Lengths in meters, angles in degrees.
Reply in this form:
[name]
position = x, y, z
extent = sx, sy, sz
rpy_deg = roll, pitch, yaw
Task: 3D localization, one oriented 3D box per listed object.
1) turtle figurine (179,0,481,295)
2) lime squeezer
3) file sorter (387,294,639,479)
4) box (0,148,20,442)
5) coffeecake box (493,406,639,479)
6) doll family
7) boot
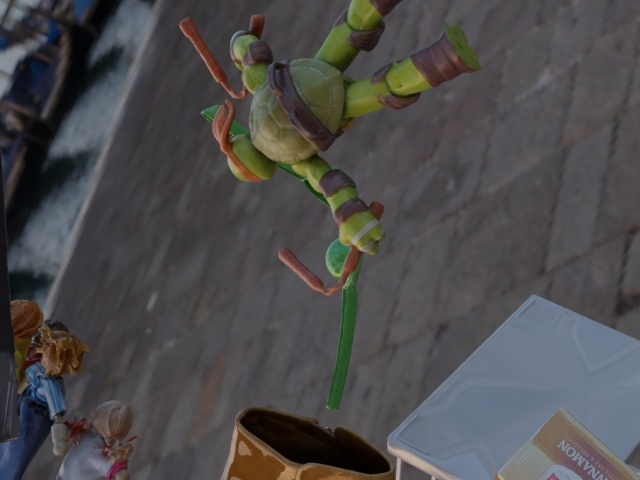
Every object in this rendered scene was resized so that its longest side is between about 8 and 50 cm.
[turtle figurine]
position = -0.005, -0.115, 1.018
extent = 0.217, 0.087, 0.269
rpy_deg = -39, 63, 22
[lime squeezer]
position = 0.000, 0.000, 1.308
extent = 0.110, 0.310, 0.059
rpy_deg = -24, 4, -30
[file sorter]
position = 0.221, 0.224, 1.391
extent = 0.278, 0.193, 0.173
rpy_deg = -38, -40, -41
[box]
position = -0.371, -0.019, 0.975
extent = 0.395, 0.097, 0.318
rpy_deg = -2, 93, 41
[coffeecake box]
position = 0.190, 0.207, 0.980
extent = 0.068, 0.142, 0.185
rpy_deg = -44, -14, -12
[doll family]
position = -0.268, 0.146, 1.253
extent = 0.263, 0.118, 0.163
rpy_deg = 37, 101, 51
[boot]
position = 0.041, 0.267, 1.121
extent = 0.104, 0.295, 0.211
rpy_deg = -47, -24, -52
